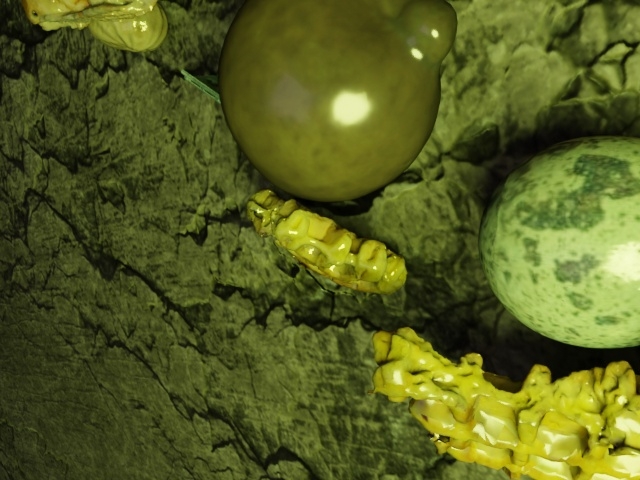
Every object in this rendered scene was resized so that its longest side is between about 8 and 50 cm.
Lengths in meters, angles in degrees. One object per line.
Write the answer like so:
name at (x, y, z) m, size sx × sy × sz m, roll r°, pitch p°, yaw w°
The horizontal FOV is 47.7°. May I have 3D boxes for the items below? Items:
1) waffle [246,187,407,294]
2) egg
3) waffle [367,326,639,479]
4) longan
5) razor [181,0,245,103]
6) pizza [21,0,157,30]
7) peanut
waffle at (-0.002, 0.003, 0.626) m, size 0.149 × 0.194 × 0.051 m, roll 26°, pitch 91°, yaw -4°
egg at (0.183, 0.001, 0.447) m, size 0.172 × 0.132 × 0.132 m, roll 0°, pitch 106°, yaw 34°
waffle at (0.195, 0.117, 0.432) m, size 0.260 × 0.069 × 0.293 m, roll 37°, pitch 144°, yaw -28°
longan at (0.014, -0.126, 0.554) m, size 0.204 × 0.159 × 0.185 m, roll -19°, pitch 91°, yaw 40°
razor at (-0.052, -0.229, 0.667) m, size 0.106 × 0.068 × 0.232 m, roll 38°, pitch 124°, yaw 29°
pizza at (-0.207, -0.317, 0.722) m, size 0.297 × 0.071 × 0.189 m, roll -5°, pitch 85°, yaw 28°
peanut at (-0.243, -0.279, 0.824) m, size 0.187 × 0.082 × 0.082 m, roll 52°, pitch 136°, yaw 19°
